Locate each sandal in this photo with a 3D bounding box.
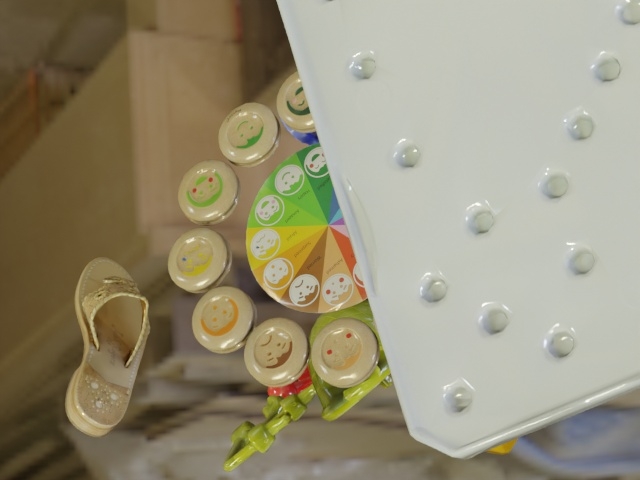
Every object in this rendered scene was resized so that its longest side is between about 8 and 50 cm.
[{"bbox_3d":[-0.203,0.090,1.814,0.088,0.240,0.079,28,129,-22],"label":"sandal"}]

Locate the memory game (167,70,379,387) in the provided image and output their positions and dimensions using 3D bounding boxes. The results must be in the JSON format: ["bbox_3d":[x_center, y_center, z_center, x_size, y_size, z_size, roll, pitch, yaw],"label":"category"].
[{"bbox_3d":[0.001,-0.009,0.939,0.186,0.186,0.012,-11,157,20],"label":"memory game"}]

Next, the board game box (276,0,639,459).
[{"bbox_3d":[0.160,-0.163,0.650,0.390,0.390,0.050,-25,155,19],"label":"board game box"}]

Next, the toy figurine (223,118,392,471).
[{"bbox_3d":[0.000,0.000,1.374,0.191,0.217,0.362,-27,-177,25],"label":"toy figurine"}]
